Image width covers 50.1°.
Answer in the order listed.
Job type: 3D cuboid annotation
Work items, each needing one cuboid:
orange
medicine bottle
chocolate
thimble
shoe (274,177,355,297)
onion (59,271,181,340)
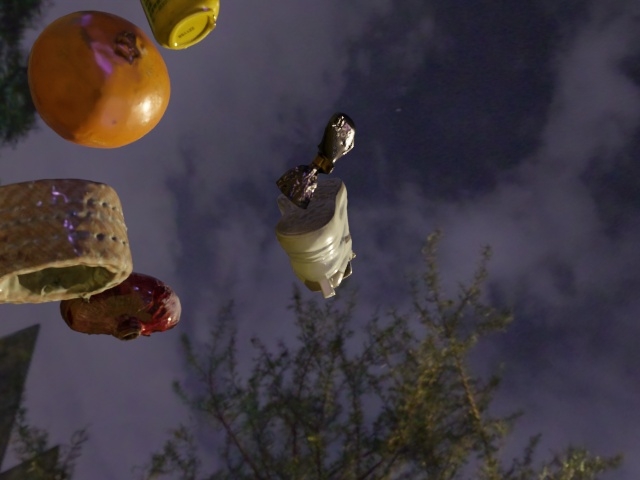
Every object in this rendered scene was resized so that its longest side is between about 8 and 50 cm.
[{"bbox_3d":[-0.494,-0.356,1.533,0.312,0.312,0.312,17,-64,39],"label":"orange"},{"bbox_3d":[-0.232,-0.417,0.979,0.111,0.076,0.309,-31,-110,21],"label":"medicine bottle"},{"bbox_3d":[0.002,-0.114,0.989,0.147,0.072,0.070,-44,-103,19],"label":"chocolate"},{"bbox_3d":[-0.404,0.006,1.023,0.196,0.229,0.148,-33,-113,40],"label":"thimble"},{"bbox_3d":[0.000,0.000,1.151,0.124,0.316,0.159,-16,-75,9],"label":"shoe"},{"bbox_3d":[-0.344,0.105,1.194,0.151,0.205,0.098,-139,-124,-63],"label":"onion"}]
